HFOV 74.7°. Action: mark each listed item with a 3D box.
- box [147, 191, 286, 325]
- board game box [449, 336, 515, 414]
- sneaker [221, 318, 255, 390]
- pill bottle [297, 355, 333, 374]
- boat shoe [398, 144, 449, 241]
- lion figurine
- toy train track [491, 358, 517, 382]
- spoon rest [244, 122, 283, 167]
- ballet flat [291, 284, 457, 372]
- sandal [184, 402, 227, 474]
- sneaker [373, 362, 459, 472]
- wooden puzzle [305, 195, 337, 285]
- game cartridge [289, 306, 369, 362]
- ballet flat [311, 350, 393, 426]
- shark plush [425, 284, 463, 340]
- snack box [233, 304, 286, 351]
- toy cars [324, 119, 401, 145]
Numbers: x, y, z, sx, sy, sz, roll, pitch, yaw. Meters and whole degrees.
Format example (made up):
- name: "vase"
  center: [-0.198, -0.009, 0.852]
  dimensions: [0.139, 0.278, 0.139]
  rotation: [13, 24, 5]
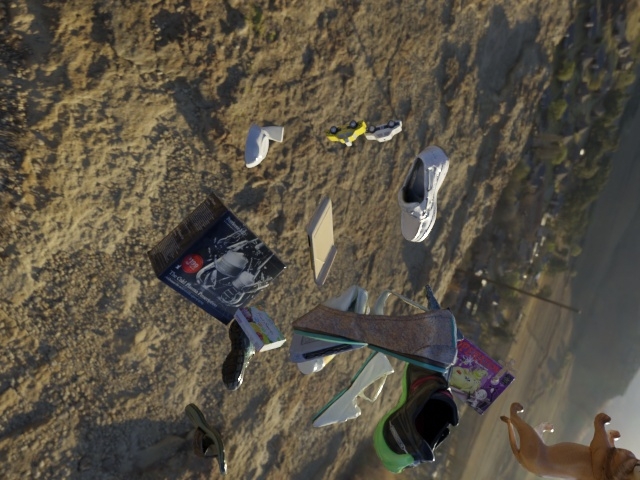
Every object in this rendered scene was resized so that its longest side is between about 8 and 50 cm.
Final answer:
- name: "box"
  center: [-0.355, 0.068, 1.474]
  dimensions: [0.312, 0.179, 0.343]
  rotation: [-45, 131, -4]
- name: "board game box"
  center: [0.577, 0.518, 1.658]
  dimensions: [0.347, 0.056, 0.208]
  rotation: [37, 92, -13]
- name: "sneaker"
  center: [-0.281, 0.413, 1.523]
  dimensions: [0.106, 0.101, 0.267]
  rotation: [43, 39, -41]
- name: "pill bottle"
  center: [-0.018, 0.525, 1.914]
  dimensions: [0.208, 0.117, 0.118]
  rotation: [-22, 121, -60]
- name: "boat shoe"
  center: [0.239, -0.107, 1.068]
  dimensions: [0.096, 0.098, 0.277]
  rotation: [-22, 134, -31]
- name: "lion figurine"
  center: [0.661, 0.576, 1.107]
  dimensions: [0.142, 0.392, 0.240]
  rotation: [57, 43, -21]
- name: "toy train track"
  center: [0.453, 0.326, 1.040]
  dimensions: [0.014, 0.048, 0.083]
  rotation: [-37, 157, -56]
- name: "spoon rest"
  center: [-0.200, -0.326, 1.373]
  dimensions: [0.276, 0.084, 0.137]
  rotation: [-62, 163, -62]
- name: "ballet flat"
  center: [0.083, 0.133, 0.701]
  dimensions: [0.107, 0.316, 0.106]
  rotation: [25, 74, -48]
- name: "sandal"
  center: [-0.401, 0.683, 1.427]
  dimensions: [0.086, 0.303, 0.120]
  rotation: [-22, 125, -35]
- name: "sneaker"
  center: [0.337, 0.492, 1.268]
  dimensions: [0.185, 0.202, 0.483]
  rotation: [57, 39, -10]
- name: "wooden puzzle"
  center: [0.000, 0.000, 1.439]
  dimensions: [0.221, 0.044, 0.239]
  rotation: [-65, 152, -49]
- name: "game cartridge"
  center: [0.035, 0.319, 1.486]
  dimensions: [0.060, 0.294, 0.196]
  rotation: [57, 26, -29]
- name: "ballet flat"
  center: [0.142, 0.614, 1.668]
  dimensions: [0.400, 0.139, 0.139]
  rotation: [-42, 132, -18]
- name: "shark plush"
  center: [0.320, 0.188, 1.103]
  dimensions: [0.073, 0.067, 0.161]
  rotation: [-13, 85, -38]
- name: "snack box"
  center: [-0.181, 0.259, 1.249]
  dimensions: [0.037, 0.141, 0.100]
  rotation: [-52, 153, 20]
- name: "toy cars"
  center: [0.212, -0.497, 1.974]
  dimensions: [0.393, 0.176, 0.087]
  rotation: [-9, 86, -26]
